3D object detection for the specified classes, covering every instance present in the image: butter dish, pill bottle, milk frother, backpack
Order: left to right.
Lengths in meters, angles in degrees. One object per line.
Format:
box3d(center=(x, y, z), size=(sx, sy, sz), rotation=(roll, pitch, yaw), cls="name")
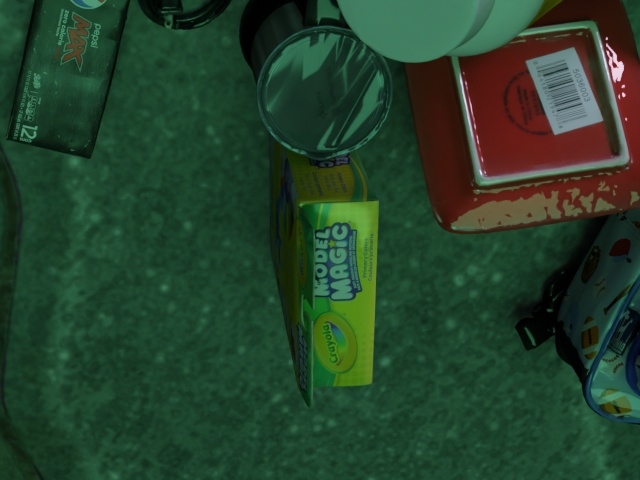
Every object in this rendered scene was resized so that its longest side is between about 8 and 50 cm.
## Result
box3d(center=(-0.039, -0.128, 0.754), size=(0.143, 0.135, 0.129), rotation=(-13, 116, -2), cls="milk frother")
box3d(center=(0.094, -0.177, 0.699), size=(0.117, 0.208, 0.118), rotation=(16, 123, 26), cls="pill bottle")
box3d(center=(0.139, -0.077, 0.824), size=(0.159, 0.118, 0.160), rotation=(-9, 75, -4), cls="butter dish")
box3d(center=(0.324, 0.027, 0.856), size=(0.276, 0.213, 0.263), rotation=(16, 101, -13), cls="backpack")

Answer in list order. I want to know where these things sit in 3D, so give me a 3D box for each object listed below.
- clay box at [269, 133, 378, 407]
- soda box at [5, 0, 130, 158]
box3d(center=(0.000, 0.000, 0.773), size=(0.053, 0.222, 0.127), rotation=(-3, 117, -8), cls="clay box")
box3d(center=(-0.158, -0.143, 0.773), size=(0.060, 0.053, 0.169), rotation=(13, 114, -15), cls="soda box")
